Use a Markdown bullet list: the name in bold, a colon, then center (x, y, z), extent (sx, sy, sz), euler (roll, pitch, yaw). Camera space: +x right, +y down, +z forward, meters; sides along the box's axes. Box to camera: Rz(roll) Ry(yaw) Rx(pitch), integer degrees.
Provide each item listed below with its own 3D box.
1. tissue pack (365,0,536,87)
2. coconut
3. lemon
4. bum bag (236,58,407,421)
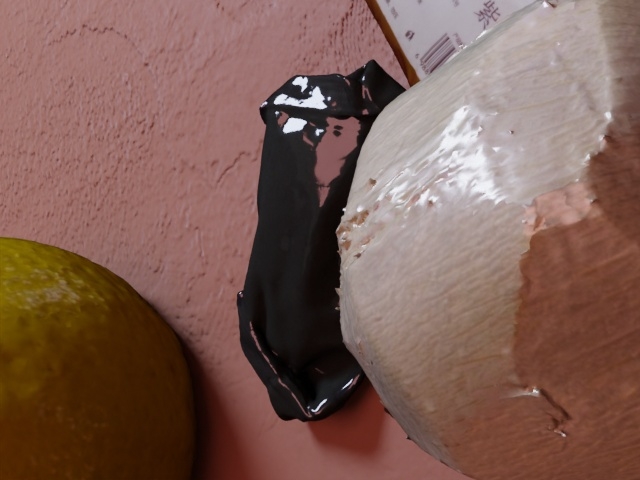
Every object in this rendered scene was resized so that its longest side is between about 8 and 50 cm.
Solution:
- **tissue pack**: center (0.127, -0.191, 1.313), extent (0.183, 0.092, 0.226), euler (-42, 60, 33)
- **coconut**: center (0.201, -0.001, 1.068), extent (0.360, 0.346, 0.346), euler (-33, 66, 45)
- **lemon**: center (-0.314, 0.157, 1.538), extent (0.364, 0.364, 0.364), euler (-3, 86, 43)
- **bum bag**: center (0.000, 0.000, 1.422), extent (0.142, 0.080, 0.326), euler (24, 114, 29)
